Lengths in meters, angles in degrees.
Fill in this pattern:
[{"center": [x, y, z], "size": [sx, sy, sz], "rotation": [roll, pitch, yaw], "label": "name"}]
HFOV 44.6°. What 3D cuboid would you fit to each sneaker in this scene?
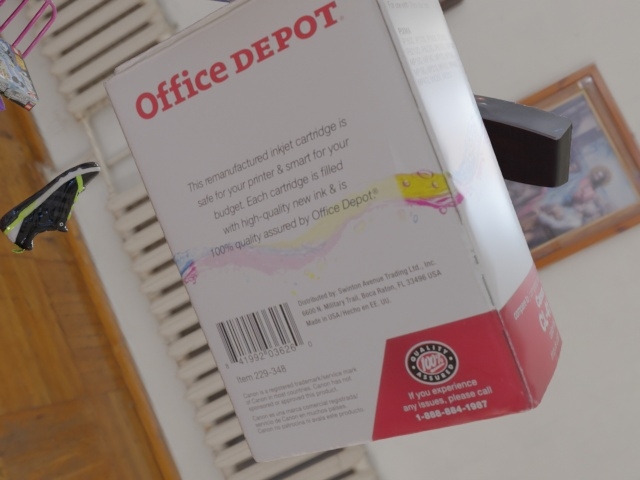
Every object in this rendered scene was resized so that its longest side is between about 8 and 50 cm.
[{"center": [-0.523, -0.062, 1.552], "size": [0.097, 0.234, 0.084], "rotation": [53, -15, -8], "label": "sneaker"}]

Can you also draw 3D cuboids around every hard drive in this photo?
[{"center": [0.365, -0.195, 1.545], "size": [0.254, 0.054, 0.172], "rotation": [21, -36, 29], "label": "hard drive"}]

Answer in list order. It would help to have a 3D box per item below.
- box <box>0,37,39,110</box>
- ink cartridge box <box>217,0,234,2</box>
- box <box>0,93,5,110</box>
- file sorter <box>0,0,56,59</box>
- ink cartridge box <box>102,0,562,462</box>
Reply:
[{"center": [-0.486, -0.266, 1.184], "size": [0.094, 0.027, 0.137], "rotation": [34, 20, -52], "label": "box"}, {"center": [-0.021, -0.223, 0.434], "size": [0.185, 0.311, 0.065], "rotation": [-6, 83, -39], "label": "ink cartridge box"}, {"center": [-0.487, -0.317, 1.007], "size": [0.293, 0.057, 0.201], "rotation": [55, -22, 41], "label": "box"}, {"center": [-0.605, -0.459, 1.378], "size": [0.182, 0.202, 0.291], "rotation": [25, 30, -48], "label": "file sorter"}, {"center": [0.012, -0.019, 0.563], "size": [0.131, 0.226, 0.306], "rotation": [-26, 97, -60], "label": "ink cartridge box"}]
